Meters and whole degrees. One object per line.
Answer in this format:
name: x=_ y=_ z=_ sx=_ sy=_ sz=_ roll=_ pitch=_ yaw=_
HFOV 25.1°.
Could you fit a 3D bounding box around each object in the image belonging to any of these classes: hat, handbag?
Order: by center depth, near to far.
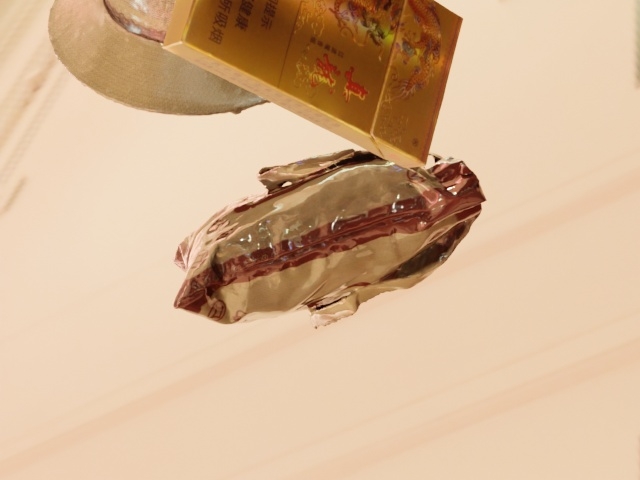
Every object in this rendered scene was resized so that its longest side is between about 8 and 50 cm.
handbag: x=0.000 y=0.000 z=1.078 sx=0.213 sy=0.235 sz=0.127 roll=-139 pitch=34 yaw=-86
hat: x=-0.106 y=-0.235 z=1.224 sx=0.130 sy=0.257 sz=0.257 roll=95 pitch=180 yaw=-45

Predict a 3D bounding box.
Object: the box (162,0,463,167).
box: x=0.001 y=-0.103 z=0.713 sx=0.156 sy=0.022 sz=0.089 roll=25 pitch=-106 yaw=-32
